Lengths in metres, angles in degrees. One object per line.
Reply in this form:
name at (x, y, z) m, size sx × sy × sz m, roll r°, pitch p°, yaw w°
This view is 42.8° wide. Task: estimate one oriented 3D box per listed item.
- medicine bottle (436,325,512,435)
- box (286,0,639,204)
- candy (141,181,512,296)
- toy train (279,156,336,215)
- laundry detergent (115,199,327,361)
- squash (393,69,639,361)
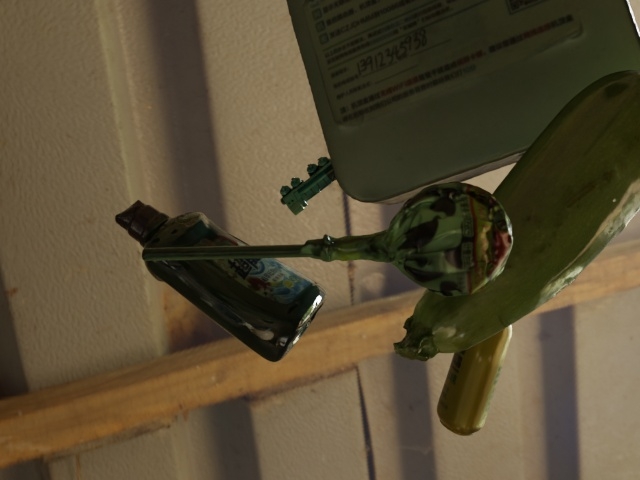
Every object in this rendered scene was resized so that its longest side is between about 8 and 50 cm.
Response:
medicine bottle at (0.211, 0.115, 1.033) m, size 0.064 × 0.095 × 0.261 m, roll 17°, pitch -83°, yaw 7°
box at (0.163, -0.278, 1.014) m, size 0.395 × 0.111 × 0.397 m, roll -18°, pitch -98°, yaw 23°
candy at (0.000, 0.000, 0.663) m, size 0.305 × 0.083 × 0.091 m, roll -1°, pitch -96°, yaw 10°
toy train at (-0.013, -0.074, 1.071) m, size 0.092 × 0.045 × 0.029 m, roll -37°, pitch -47°, yaw 4°
laundry detergent at (-0.106, 0.027, 0.833) m, size 0.221 × 0.144 × 0.078 m, roll 33°, pitch -68°, yaw 7°
squash at (0.209, -0.016, 0.756) m, size 0.370 × 0.118 × 0.118 m, roll -47°, pitch -67°, yaw -15°
